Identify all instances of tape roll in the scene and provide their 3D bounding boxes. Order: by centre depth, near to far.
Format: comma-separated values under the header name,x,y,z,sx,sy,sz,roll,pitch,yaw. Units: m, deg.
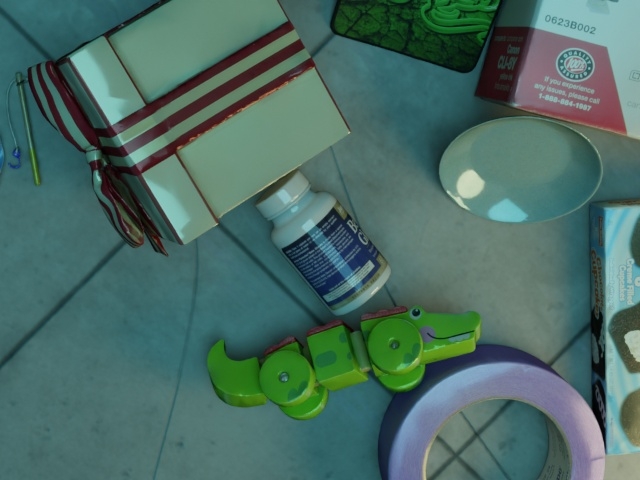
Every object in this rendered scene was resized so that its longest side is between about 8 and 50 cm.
name,x,y,z,sx,sy,sz,roll,pitch,yaw
tape roll,0.214,0.275,1.518,0.275,0.090,0.275,-1,100,-6

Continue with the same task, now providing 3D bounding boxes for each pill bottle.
name,x,y,z,sx,sy,sz,roll,pitch,yaw
pill bottle,0.000,0.000,1.445,0.094,0.094,0.169,-39,102,1

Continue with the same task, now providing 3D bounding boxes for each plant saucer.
name,x,y,z,sx,sy,sz,roll,pitch,yaw
plant saucer,0.241,-0.094,1.445,0.195,0.037,0.195,6,143,4

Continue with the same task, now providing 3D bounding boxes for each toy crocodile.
name,x,y,z,sx,sy,sz,roll,pitch,yaw
toy crocodile,0.030,0.139,1.452,0.340,0.115,0.105,-16,69,7

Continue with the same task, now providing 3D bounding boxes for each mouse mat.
name,x,y,z,sx,sy,sz,roll,pitch,yaw
mouse mat,0.120,-0.290,1.428,0.190,0.007,0.152,15,118,-10

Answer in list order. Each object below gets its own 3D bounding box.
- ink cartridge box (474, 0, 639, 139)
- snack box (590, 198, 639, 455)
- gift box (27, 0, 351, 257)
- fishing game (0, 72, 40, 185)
name,x,y,z,sx,sy,sz,roll,pitch,yaw
ink cartridge box,0.377,-0.315,1.400,0.279,0.160,0.384,13,98,-8
snack box,0.444,0.106,1.530,0.187,0.060,0.322,-4,100,-6
gift box,-0.156,-0.136,1.332,0.258,0.276,0.255,-34,99,-15
fishing game,-0.467,-0.102,1.404,0.264,0.041,0.189,-4,97,-5
